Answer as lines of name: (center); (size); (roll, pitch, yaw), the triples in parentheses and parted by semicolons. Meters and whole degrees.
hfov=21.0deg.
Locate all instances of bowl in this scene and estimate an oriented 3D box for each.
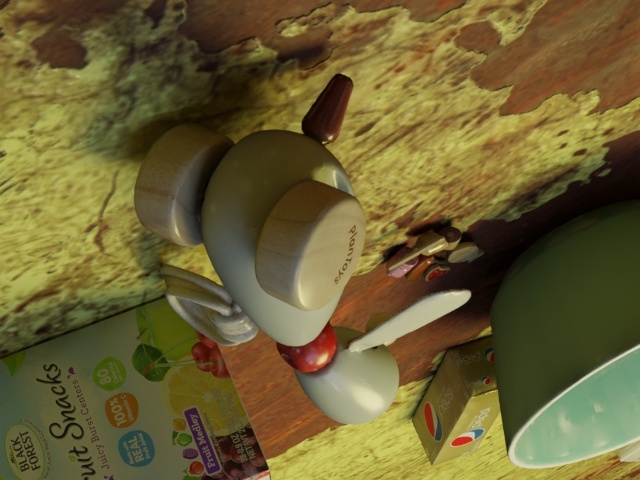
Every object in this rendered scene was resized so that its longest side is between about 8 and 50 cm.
bowl: (0.288, 0.074, 1.650); (0.311, 0.163, 0.311); (-20, 156, -9)

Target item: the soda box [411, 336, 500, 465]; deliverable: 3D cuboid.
soda box: (0.153, 0.174, 1.853); (0.058, 0.061, 0.181); (-15, 154, -19)

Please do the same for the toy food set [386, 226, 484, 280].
toy food set: (0.096, 0.013, 1.526); (0.078, 0.019, 0.122); (-29, 163, 11)

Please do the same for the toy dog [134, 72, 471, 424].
toy dog: (0.000, 0.000, 1.244); (0.161, 0.220, 0.334); (-53, 169, -14)

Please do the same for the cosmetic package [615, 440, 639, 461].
cosmetic package: (0.439, 0.165, 2.060); (0.060, 0.099, 0.239); (10, 139, -48)

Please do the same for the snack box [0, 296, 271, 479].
snack box: (-0.164, 0.156, 1.382); (0.207, 0.174, 0.070); (-22, 155, -8)
